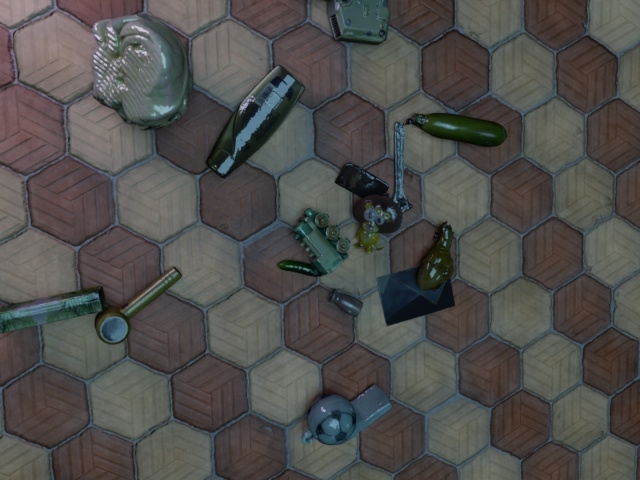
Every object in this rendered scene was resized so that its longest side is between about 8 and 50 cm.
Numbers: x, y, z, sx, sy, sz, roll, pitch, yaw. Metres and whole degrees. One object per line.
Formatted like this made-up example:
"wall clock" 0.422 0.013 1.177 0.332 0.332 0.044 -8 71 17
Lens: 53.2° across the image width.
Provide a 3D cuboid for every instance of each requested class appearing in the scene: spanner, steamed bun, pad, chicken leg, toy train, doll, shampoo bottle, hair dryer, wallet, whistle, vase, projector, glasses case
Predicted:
"spanner" 0.238 -0.199 1.957 0.093 0.026 0.325 -2 95 -12
"steamed bun" -0.441 -0.442 1.674 0.268 0.207 0.280 20 115 23
"pad" 0.305 0.164 2.025 0.243 0.004 0.163 -15 100 -10
"chicken leg" 0.373 0.055 1.989 0.103 0.088 0.227 23 83 -3
"toy train" 0.000 0.000 1.888 0.125 0.081 0.194 -45 106 -19
"doll" 0.171 -0.050 1.911 0.145 0.096 0.188 3 101 20
"shampoo bottle" -0.191 -0.330 1.811 0.126 0.084 0.350 38 88 -12
"hair dryer" -0.505 0.174 1.784 0.279 0.135 0.090 -41 104 -16
"wallet" 0.127 -0.171 1.929 0.157 0.018 0.082 29 110 -15
"whistle" 0.063 0.522 1.938 0.290 0.163 0.163 -35 103 -8
"vase" 0.076 0.190 1.951 0.101 0.053 0.053 28 90 -11
"projector" 0.109 -0.710 1.832 0.194 0.088 0.269 1 96 -16
"glasses case" -0.733 0.189 1.744 0.272 0.095 0.062 -11 100 -11

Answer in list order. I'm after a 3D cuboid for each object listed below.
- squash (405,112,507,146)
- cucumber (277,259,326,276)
"squash" 0.421 -0.342 1.951 0.332 0.087 0.087 8 95 -12
"cucumber" -0.052 0.083 1.918 0.155 0.037 0.037 13 94 -15
